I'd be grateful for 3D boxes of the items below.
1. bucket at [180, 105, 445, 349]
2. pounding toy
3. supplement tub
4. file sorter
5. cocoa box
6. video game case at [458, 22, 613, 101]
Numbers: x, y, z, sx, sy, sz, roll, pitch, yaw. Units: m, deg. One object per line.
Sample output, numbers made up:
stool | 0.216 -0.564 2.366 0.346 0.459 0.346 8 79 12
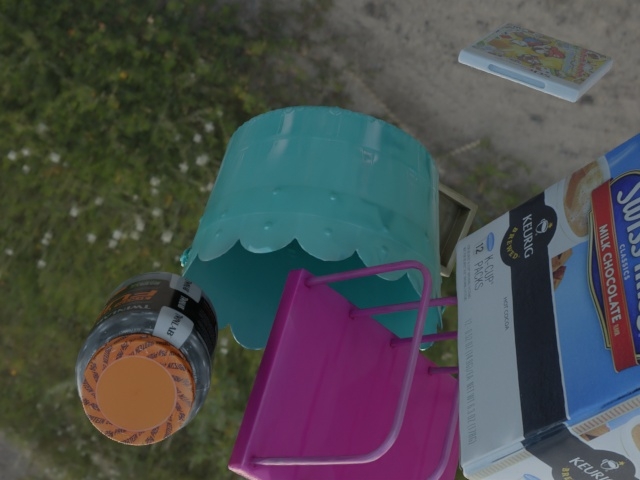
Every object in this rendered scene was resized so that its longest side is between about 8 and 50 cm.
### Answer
bucket | 0.000 0.000 1.149 0.281 0.183 0.281 8 151 4
pounding toy | 0.125 -0.041 1.499 0.141 0.130 0.100 28 172 -30
supplement tub | -0.153 0.104 0.964 0.117 0.117 0.190 23 -170 -7
file sorter | 0.101 0.174 1.019 0.182 0.202 0.290 -10 143 43
cocoa box | 0.305 0.114 0.851 0.347 0.231 0.228 33 132 -27
video game case | 0.367 -0.305 1.818 0.206 0.227 0.026 24 121 19
